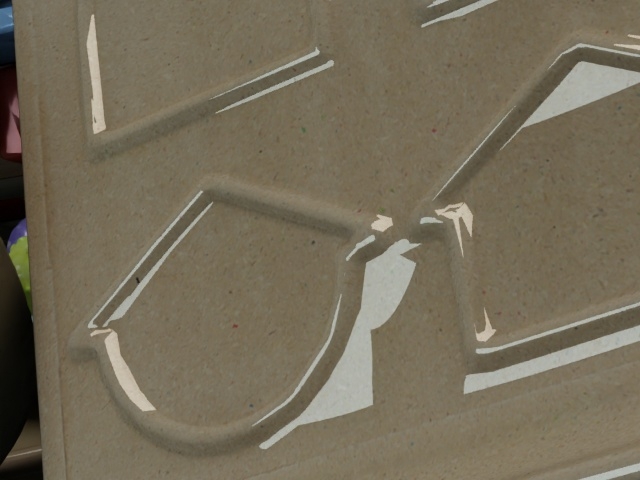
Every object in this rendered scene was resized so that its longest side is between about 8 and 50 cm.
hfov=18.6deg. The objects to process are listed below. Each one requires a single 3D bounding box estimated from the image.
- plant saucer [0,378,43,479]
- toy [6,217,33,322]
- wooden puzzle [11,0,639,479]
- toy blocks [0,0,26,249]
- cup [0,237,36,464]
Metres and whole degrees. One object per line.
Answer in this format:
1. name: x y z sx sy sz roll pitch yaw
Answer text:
1. plant saucer: -0.117 0.062 0.973 0.278 0.041 0.278 -15 19 5
2. toy: -0.107 0.010 0.966 0.237 0.056 0.137 1 23 42
3. wooden puzzle: 0.034 -0.050 0.688 0.322 0.348 0.080 -20 -30 28
4. toy blocks: -0.141 -0.075 1.090 0.261 0.191 0.381 -9 -11 24
5. cup: -0.299 0.081 0.706 0.331 0.331 0.237 -7 39 27
